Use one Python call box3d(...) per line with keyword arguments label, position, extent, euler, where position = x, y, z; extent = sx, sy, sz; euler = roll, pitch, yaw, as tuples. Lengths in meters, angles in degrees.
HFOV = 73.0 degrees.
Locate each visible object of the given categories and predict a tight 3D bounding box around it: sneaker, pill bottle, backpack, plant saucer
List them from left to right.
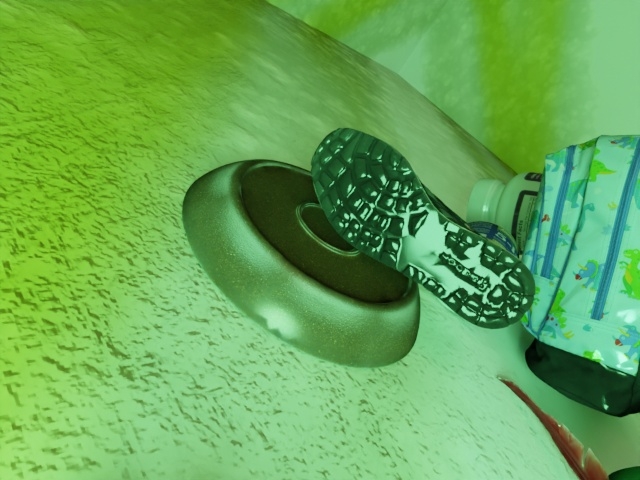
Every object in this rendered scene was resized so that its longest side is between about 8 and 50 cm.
box3d(label="plant saucer", position=(0.000, 0.000, 0.495), extent=(0.310, 0.050, 0.311), euler=(27, 30, -16))
box3d(label="sneaker", position=(0.107, -0.015, 0.509), extent=(0.283, 0.107, 0.124), euler=(43, 13, 4))
box3d(label="pill bottle", position=(0.237, 0.030, 0.650), extent=(0.112, 0.112, 0.186), euler=(42, 28, 11))
box3d(label="pill bottle", position=(0.456, -0.044, 0.850), extent=(0.301, 0.170, 0.169), euler=(15, 11, 38))
box3d(label="backpack", position=(0.416, 0.026, 0.611), extent=(0.290, 0.356, 0.273), euler=(11, 14, -42))

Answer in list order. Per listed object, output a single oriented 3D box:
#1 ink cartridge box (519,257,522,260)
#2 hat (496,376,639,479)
box3d(label="ink cartridge box", position=(0.525, 0.102, 0.897), extent=(0.148, 0.086, 0.203), euler=(30, 29, -12))
box3d(label="hat", position=(0.291, 0.276, 0.436), extent=(0.173, 0.183, 0.209), euler=(37, 59, -21))
